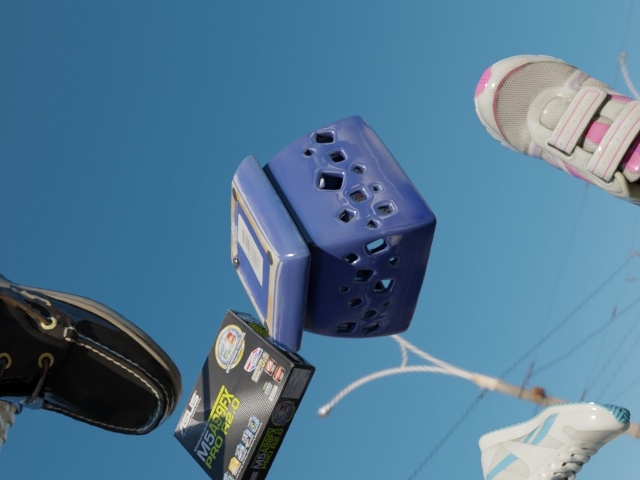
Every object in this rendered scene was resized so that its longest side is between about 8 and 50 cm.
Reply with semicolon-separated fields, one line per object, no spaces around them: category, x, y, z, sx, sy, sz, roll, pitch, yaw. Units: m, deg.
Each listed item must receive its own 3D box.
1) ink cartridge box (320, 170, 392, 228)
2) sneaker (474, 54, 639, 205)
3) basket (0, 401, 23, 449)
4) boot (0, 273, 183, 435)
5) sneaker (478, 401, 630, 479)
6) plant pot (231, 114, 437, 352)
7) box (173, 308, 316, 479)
ink cartridge box;0.055;-0.054;1.905;0.275;0.060;0.238;22;-70;-40
sneaker;0.268;-0.102;0.801;0.111;0.252;0.102;-105;38;-77
basket;-0.588;0.222;1.315;0.254;0.201;0.288;69;-158;-54
boot;-0.334;0.134;0.797;0.138;0.378;0.284;-58;6;20
sneaker;0.286;0.257;1.024;0.088;0.229;0.092;14;-125;-25
plant pot;0.000;0.000;1.172;0.212;0.236;0.235;-15;-40;-19
box;-0.142;0.291;1.518;0.060;0.216;0.270;17;-79;-44
